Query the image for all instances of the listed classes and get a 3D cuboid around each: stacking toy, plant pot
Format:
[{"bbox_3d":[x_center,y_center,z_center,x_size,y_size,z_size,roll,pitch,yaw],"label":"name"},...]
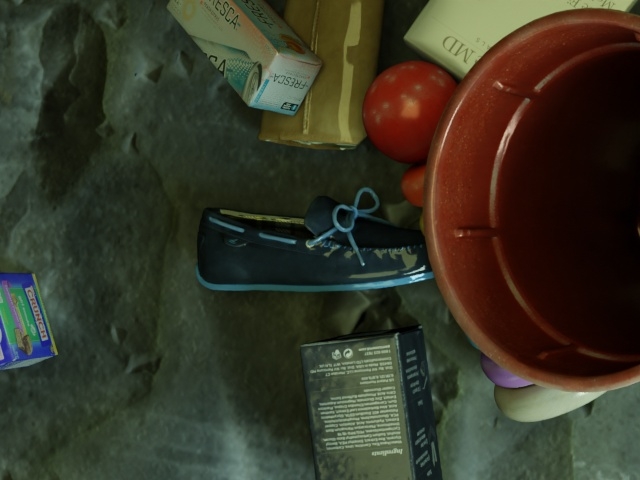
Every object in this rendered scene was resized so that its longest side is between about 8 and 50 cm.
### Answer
[{"bbox_3d":[0.147,-0.011,1.145,0.141,0.141,0.330,-29,99,10],"label":"stacking toy"},{"bbox_3d":[0.268,-0.027,1.015,0.272,0.265,0.272,-1,89,44],"label":"plant pot"}]

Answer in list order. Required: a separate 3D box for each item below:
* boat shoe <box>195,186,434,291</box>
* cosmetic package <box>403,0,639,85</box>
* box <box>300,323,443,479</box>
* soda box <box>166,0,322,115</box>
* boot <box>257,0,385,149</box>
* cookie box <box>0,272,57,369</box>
[{"bbox_3d":[0.000,0.000,1.234,0.258,0.109,0.089,-3,99,10],"label":"boat shoe"},{"bbox_3d":[0.196,-0.203,1.176,0.151,0.151,0.183,36,96,11],"label":"cosmetic package"},{"bbox_3d":[0.050,0.163,1.194,0.093,0.156,0.158,-8,87,13],"label":"box"},{"bbox_3d":[-0.075,-0.196,1.237,0.183,0.058,0.063,51,121,39],"label":"soda box"},{"bbox_3d":[0.048,-0.218,1.211,0.236,0.089,0.269,7,87,53],"label":"boot"},{"bbox_3d":[-0.311,0.080,1.301,0.040,0.107,0.092,-19,85,10],"label":"cookie box"}]
